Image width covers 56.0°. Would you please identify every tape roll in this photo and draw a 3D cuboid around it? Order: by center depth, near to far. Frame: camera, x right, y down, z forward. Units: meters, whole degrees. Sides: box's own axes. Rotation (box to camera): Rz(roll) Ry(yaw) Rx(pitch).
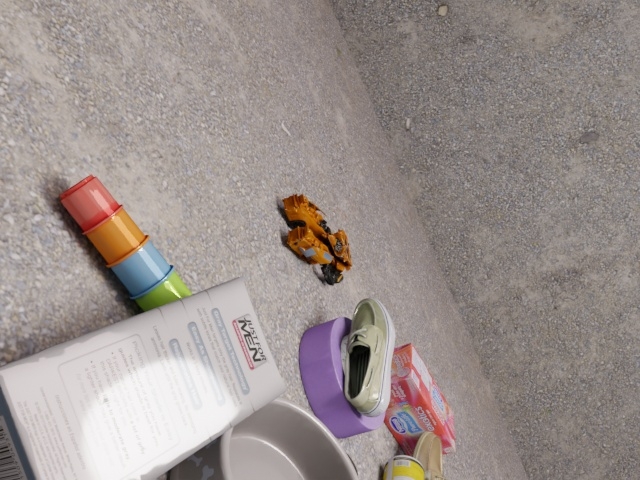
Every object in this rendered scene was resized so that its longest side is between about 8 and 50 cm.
[{"bbox_3d":[0.058,0.327,1.451,0.275,0.090,0.275,51,26,-36],"label":"tape roll"}]

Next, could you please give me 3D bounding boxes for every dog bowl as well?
[{"bbox_3d":[-0.063,0.399,0.946,0.349,0.102,0.349,39,24,-21],"label":"dog bowl"}]

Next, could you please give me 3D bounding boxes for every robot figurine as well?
[{"bbox_3d":[0.000,0.000,1.647,0.291,0.085,0.211,38,36,-51],"label":"robot figurine"}]

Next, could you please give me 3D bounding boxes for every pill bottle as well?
[{"bbox_3d":[0.199,0.625,1.465,0.103,0.103,0.184,59,23,-19],"label":"pill bottle"}]

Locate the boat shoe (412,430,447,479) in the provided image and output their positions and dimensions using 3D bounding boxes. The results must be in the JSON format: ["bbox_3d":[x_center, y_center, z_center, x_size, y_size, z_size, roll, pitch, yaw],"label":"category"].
[{"bbox_3d":[0.296,0.653,1.565,0.109,0.098,0.302,36,53,-38],"label":"boat shoe"}]

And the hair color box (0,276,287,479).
[{"bbox_3d":[-0.224,0.190,0.772,0.374,0.113,0.185,-20,87,-53],"label":"hair color box"}]

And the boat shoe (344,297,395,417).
[{"bbox_3d":[0.109,0.250,1.385,0.094,0.109,0.302,45,33,-39],"label":"boat shoe"}]

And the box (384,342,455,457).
[{"bbox_3d":[0.260,0.463,1.716,0.300,0.142,0.154,58,23,-22],"label":"box"}]

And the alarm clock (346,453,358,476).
[{"bbox_3d":[-0.006,0.439,1.150,0.192,0.129,0.064,48,19,8],"label":"alarm clock"}]

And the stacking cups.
[{"bbox_3d":[-0.287,0.044,0.948,0.316,0.096,0.096,55,24,-16],"label":"stacking cups"}]
